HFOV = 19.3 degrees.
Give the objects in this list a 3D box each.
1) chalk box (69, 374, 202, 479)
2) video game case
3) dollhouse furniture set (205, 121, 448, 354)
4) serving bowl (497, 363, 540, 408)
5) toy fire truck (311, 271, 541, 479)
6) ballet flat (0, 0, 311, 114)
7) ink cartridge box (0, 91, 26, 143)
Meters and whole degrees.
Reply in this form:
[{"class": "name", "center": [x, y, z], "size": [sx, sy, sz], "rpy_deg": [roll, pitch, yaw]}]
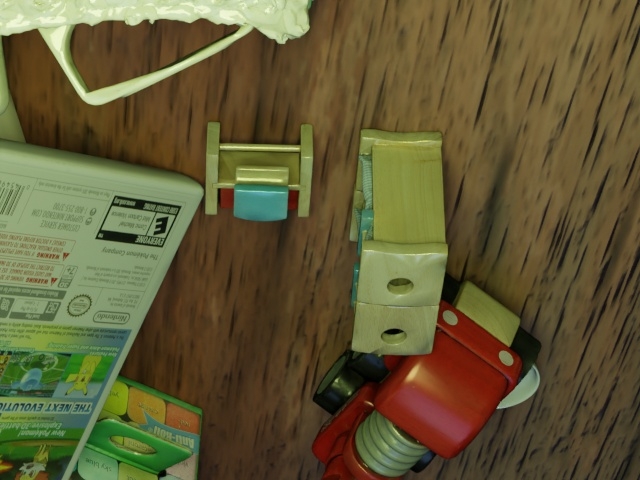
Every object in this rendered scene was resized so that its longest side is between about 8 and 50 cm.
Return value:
[{"class": "chalk box", "center": [-0.225, 0.229, 1.713], "size": [0.180, 0.179, 0.289], "rpy_deg": [27, 132, -24]}, {"class": "video game case", "center": [-0.255, 0.068, 1.408], "size": [0.329, 0.036, 0.300], "rpy_deg": [9, 110, -56]}, {"class": "dollhouse furniture set", "center": [0.000, 0.000, 1.479], "size": [0.183, 0.129, 0.129], "rpy_deg": [2, 139, -2]}, {"class": "serving bowl", "center": [0.154, 0.115, 1.682], "size": [0.083, 0.027, 0.083], "rpy_deg": [1, 139, 1]}, {"class": "toy fire truck", "center": [0.043, 0.158, 1.560], "size": [0.158, 0.246, 0.217], "rpy_deg": [36, 132, -7]}, {"class": "ballet flat", "center": [-0.194, -0.149, 1.268], "size": [0.408, 0.147, 0.147], "rpy_deg": [-11, 138, 4]}, {"class": "ink cartridge box", "center": [-0.369, -0.061, 1.432], "size": [0.272, 0.115, 0.198], "rpy_deg": [-4, 138, 5]}]
